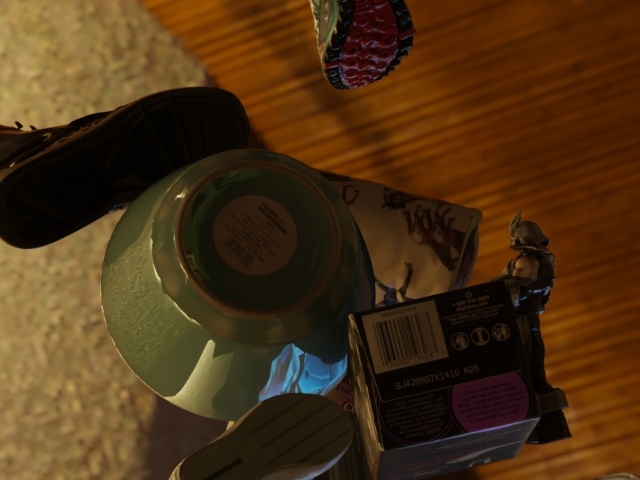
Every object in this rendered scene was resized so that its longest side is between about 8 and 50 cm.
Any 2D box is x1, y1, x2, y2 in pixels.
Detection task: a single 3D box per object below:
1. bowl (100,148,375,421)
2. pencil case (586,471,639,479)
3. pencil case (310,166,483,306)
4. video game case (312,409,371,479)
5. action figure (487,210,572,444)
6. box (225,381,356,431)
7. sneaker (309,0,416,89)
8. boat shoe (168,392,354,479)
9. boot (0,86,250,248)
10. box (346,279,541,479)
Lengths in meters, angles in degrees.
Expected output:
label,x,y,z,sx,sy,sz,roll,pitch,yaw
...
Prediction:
label,x,y,z,sx,sy,sz,roll,pitch,yaw
bowl,-0.077,0.026,2.110,0.163,0.311,0.312,117,143,-68
pencil case,0.274,0.324,1.622,0.273,0.113,0.124,58,-149,-21
pencil case,0.000,0.000,2.581,0.160,0.410,0.183,-71,-6,-69
video game case,0.011,0.297,2.393,0.274,0.026,0.196,22,-124,-57
action figure,0.243,0.104,2.374,0.185,0.099,0.285,17,-109,-63
box,-0.029,0.303,2.609,0.117,0.213,0.243,123,165,-76
sneaker,0.032,-0.275,2.042,0.262,0.104,0.125,87,164,-48
boat shoe,-0.065,0.200,1.747,0.226,0.076,0.083,-16,-115,-47
boot,-0.306,-0.103,2.481,0.377,0.284,0.138,-28,-69,-29
box,0.119,0.151,1.987,0.270,0.165,0.143,91,167,-75
